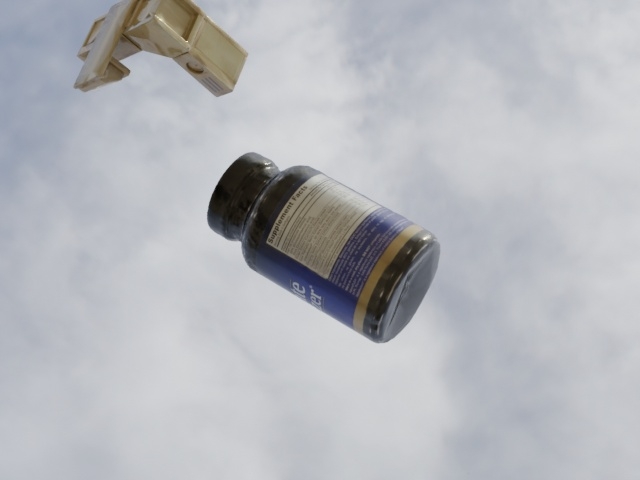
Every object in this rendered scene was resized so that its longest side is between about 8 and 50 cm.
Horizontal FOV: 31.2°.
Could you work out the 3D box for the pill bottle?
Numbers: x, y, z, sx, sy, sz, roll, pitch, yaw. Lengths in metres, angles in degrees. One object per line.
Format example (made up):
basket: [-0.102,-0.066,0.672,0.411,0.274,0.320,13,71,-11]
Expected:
pill bottle: [0.000,0.000,1.146,0.219,0.123,0.123,30,-96,20]

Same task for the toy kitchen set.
toy kitchen set: [-0.109,-0.108,0.742,0.083,0.075,0.068,-11,-130,44]
